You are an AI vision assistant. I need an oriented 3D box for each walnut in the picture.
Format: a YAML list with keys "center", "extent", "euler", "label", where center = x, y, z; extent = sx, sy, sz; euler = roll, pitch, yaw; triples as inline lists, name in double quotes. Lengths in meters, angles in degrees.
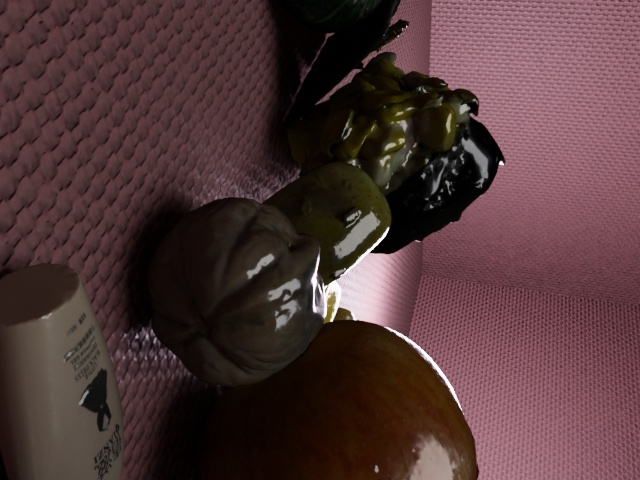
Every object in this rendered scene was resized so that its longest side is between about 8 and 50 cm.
- center: [-0.089, 0.054, 0.782]
  extent: [0.224, 0.224, 0.224]
  euler: [7, 90, -76]
  label: "walnut"

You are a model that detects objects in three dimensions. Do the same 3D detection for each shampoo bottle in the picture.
- center: [-0.212, 0.148, 0.565]
  extent: [0.127, 0.078, 0.257]
  euler: [-68, 163, -57]
  label: "shampoo bottle"

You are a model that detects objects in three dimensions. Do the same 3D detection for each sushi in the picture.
- center: [0.104, -0.175, 1.206]
  extent: [0.285, 0.327, 0.329]
  euler: [54, 7, -35]
  label: "sushi"

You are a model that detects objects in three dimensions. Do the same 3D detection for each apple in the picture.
- center: [0.017, 0.289, 0.954]
  extent: [0.400, 0.400, 0.334]
  euler: [22, 48, -76]
  label: "apple"

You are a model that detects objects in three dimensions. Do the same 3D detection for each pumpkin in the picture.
- center: [0.016, -0.420, 1.032]
  extent: [0.211, 0.152, 0.212]
  euler: [-7, 99, -50]
  label: "pumpkin"

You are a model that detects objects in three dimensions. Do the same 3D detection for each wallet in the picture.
- center: [0.052, -0.340, 1.168]
  extent: [0.247, 0.041, 0.323]
  euler: [-37, -160, 39]
  label: "wallet"
- center: [-0.029, 0.114, 1.334]
  extent: [0.241, 0.067, 0.141]
  euler: [57, 47, -63]
  label: "wallet"

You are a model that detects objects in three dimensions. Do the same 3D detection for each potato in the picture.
- center: [0.000, 0.000, 0.992]
  extent: [0.271, 0.111, 0.160]
  euler: [-33, 122, -13]
  label: "potato"

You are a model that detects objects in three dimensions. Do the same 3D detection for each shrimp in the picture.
- center: [0.097, -0.322, 1.123]
  extent: [0.025, 0.127, 0.091]
  euler: [45, 56, -15]
  label: "shrimp"

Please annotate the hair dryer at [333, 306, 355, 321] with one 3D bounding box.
- center: [0.033, 0.258, 1.630]
  extent: [0.279, 0.090, 0.135]
  euler: [80, 19, -67]
  label: "hair dryer"
